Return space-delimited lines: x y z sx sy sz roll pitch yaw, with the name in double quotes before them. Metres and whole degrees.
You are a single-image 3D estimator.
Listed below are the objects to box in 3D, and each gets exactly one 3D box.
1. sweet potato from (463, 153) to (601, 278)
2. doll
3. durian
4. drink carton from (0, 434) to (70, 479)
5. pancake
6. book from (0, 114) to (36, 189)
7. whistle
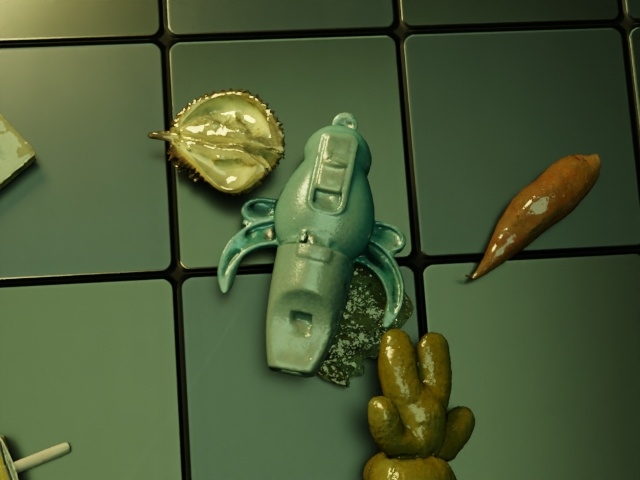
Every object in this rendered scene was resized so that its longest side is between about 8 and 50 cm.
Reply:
"sweet potato" 0.219 -0.026 1.316 0.195 0.056 0.056 -42 87 -6
"doll" 0.086 0.193 1.250 0.137 0.097 0.209 17 70 -43
"durian" -0.102 -0.094 1.285 0.140 0.071 0.110 5 72 4
"drink carton" -0.337 0.233 1.205 0.200 0.074 0.084 -20 83 -7
"pancake" 0.028 0.078 1.292 0.129 0.022 0.116 -36 80 -9
"book" -0.459 -0.066 1.269 0.283 0.025 0.215 -44 86 -9
"whistle" 0.000 0.000 1.259 0.186 0.093 0.274 12 75 2
